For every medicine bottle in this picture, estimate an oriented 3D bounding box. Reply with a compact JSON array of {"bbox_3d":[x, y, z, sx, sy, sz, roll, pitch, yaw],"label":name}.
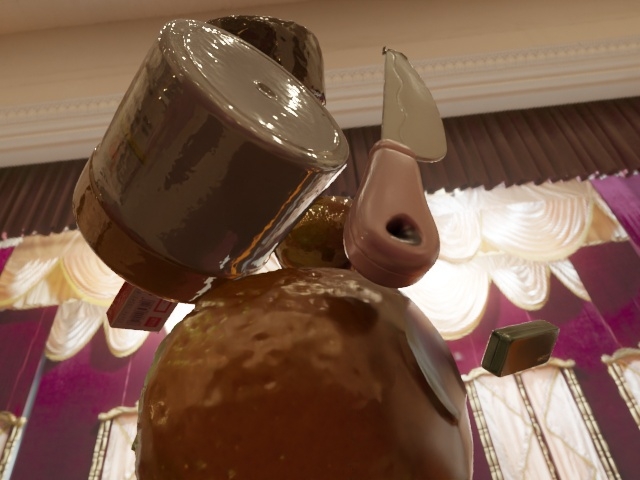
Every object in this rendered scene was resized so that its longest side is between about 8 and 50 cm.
[{"bbox_3d":[-0.124,-0.085,0.571,0.237,0.238,0.232,24,-59,-30],"label":"medicine bottle"}]

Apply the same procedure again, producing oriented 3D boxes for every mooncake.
[{"bbox_3d":[-0.128,-0.299,0.964,0.284,0.156,0.284,-5,-8,-1],"label":"mooncake"}]

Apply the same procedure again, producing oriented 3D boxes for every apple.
[{"bbox_3d":[-0.001,-0.002,0.820,0.147,0.163,0.146,10,-29,11],"label":"apple"}]

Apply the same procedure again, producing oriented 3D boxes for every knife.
[{"bbox_3d":[0.081,-0.094,0.450,0.081,0.336,0.043,21,-43,-7],"label":"knife"}]

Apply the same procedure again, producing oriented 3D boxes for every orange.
[{"bbox_3d":[0.022,0.150,0.417,0.195,0.263,0.334,-15,-21,21],"label":"orange"}]

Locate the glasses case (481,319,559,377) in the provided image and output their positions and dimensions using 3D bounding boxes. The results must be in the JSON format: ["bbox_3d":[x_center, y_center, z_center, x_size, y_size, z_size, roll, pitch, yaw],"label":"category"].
[{"bbox_3d":[0.365,0.193,0.896,0.184,0.039,0.078,0,-71,-40],"label":"glasses case"}]

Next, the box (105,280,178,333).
[{"bbox_3d":[-0.360,0.103,1.079,0.122,0.050,0.229,16,-62,-43],"label":"box"}]
